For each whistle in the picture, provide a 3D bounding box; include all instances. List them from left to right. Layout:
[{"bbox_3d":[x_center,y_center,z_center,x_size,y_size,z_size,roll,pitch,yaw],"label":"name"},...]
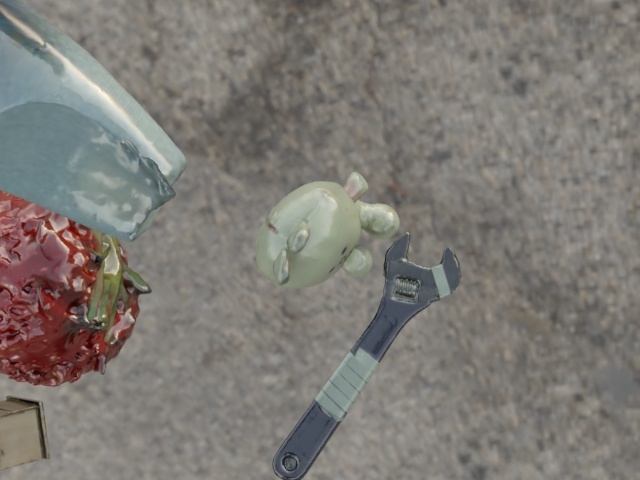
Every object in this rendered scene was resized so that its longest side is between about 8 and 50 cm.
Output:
[{"bbox_3d":[-0.174,-0.094,0.613,0.269,0.180,0.093,37,32,-3],"label":"whistle"}]

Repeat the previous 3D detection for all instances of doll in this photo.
[{"bbox_3d":[-0.008,-0.008,1.666,0.113,0.275,0.155,40,108,16],"label":"doll"}]

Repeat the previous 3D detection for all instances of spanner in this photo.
[{"bbox_3d":[0.042,0.129,1.552,0.087,0.024,0.316,36,88,1],"label":"spanner"}]

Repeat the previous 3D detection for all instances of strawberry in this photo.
[{"bbox_3d":[-0.256,0.041,1.195,0.201,0.184,0.187,-10,20,9],"label":"strawberry"}]

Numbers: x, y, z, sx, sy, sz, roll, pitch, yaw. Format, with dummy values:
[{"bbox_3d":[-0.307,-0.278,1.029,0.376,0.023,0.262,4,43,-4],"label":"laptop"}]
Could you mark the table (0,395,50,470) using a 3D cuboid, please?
[{"bbox_3d":[-0.378,0.228,1.651,0.083,0.082,0.070,0,99,50],"label":"table"}]
